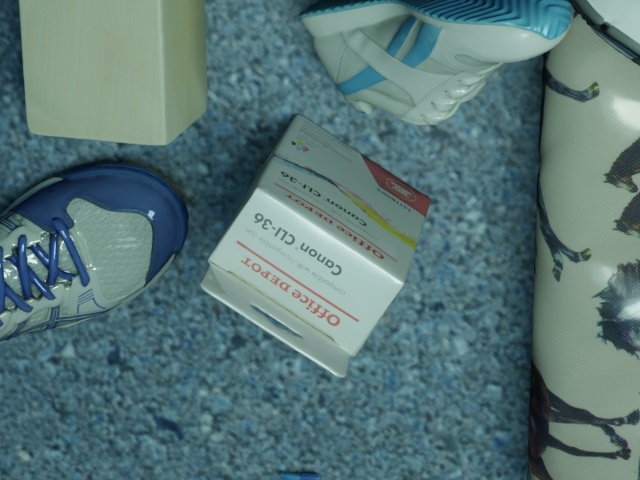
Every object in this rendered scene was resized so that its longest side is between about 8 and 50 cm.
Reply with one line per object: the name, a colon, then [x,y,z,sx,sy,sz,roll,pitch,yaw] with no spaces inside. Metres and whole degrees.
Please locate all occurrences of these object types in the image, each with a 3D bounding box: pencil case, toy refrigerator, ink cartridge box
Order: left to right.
toy refrigerator: [-0.137,-0.206,1.188,0.102,0.094,0.269,5,112,15]
ink cartridge box: [0.000,0.000,1.188,0.115,0.198,0.067,32,114,-4]
pencil case: [0.229,-0.001,1.169,0.184,0.160,0.410,2,112,9]

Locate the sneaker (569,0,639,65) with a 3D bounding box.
sneaker: [0.281,-0.101,0.975,0.297,0.111,0.129,33,99,0]

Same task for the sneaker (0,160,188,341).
sneaker: [-0.232,0.040,1.283,0.296,0.131,0.112,-22,105,16]

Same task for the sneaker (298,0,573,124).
sneaker: [0.083,-0.126,1.141,0.229,0.087,0.092,7,129,57]

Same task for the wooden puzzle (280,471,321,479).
wooden puzzle: [0.008,0.225,1.381,0.079,0.014,0.116,-4,111,7]
